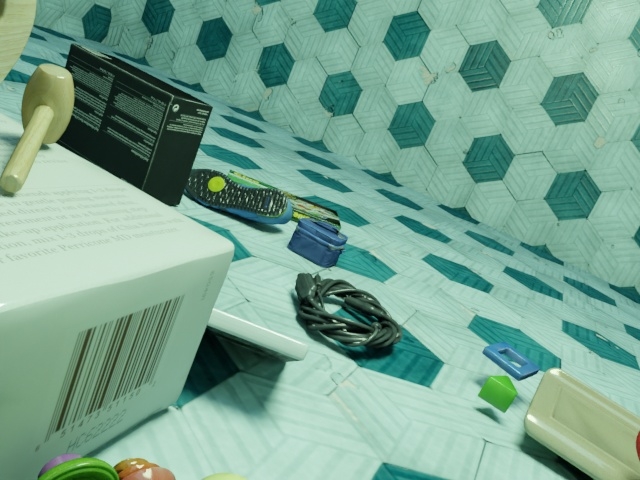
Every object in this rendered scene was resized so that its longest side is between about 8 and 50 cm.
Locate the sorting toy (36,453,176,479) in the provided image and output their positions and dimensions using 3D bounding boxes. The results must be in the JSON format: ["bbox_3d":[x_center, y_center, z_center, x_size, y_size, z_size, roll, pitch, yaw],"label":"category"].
[{"bbox_3d":[-0.136,0.149,0.356,0.042,0.061,0.102,37,-2,44],"label":"sorting toy"}]

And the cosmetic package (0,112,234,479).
[{"bbox_3d":[-0.324,-0.015,0.445,0.453,0.161,0.230,28,17,17],"label":"cosmetic package"}]

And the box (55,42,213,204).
[{"bbox_3d":[-0.331,-0.195,1.008,0.261,0.184,0.103,31,15,26],"label":"box"}]

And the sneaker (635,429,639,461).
[{"bbox_3d":[0.452,0.258,0.660,0.279,0.107,0.118,21,1,-13],"label":"sneaker"}]

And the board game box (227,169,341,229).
[{"bbox_3d":[-0.083,-0.082,1.276,0.260,0.030,0.136,21,17,-8],"label":"board game box"}]

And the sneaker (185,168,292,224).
[{"bbox_3d":[-0.153,-0.072,1.104,0.209,0.069,0.082,17,-19,9],"label":"sneaker"}]

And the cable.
[{"bbox_3d":[0.040,0.104,0.810,0.151,0.047,0.184,23,12,-20],"label":"cable"}]

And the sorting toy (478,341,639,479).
[{"bbox_3d":[0.343,0.250,0.731,0.348,0.047,0.196,32,21,22],"label":"sorting toy"}]

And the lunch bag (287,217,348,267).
[{"bbox_3d":[0.000,0.000,1.045,0.098,0.065,0.067,27,16,16],"label":"lunch bag"}]

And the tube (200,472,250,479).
[{"bbox_3d":[-0.076,0.171,0.259,0.070,0.062,0.240,-18,-5,9],"label":"tube"}]

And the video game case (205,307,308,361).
[{"bbox_3d":[-0.096,0.085,0.585,0.157,0.019,0.143,22,-14,-4],"label":"video game case"}]

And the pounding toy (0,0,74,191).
[{"bbox_3d":[-0.235,-0.126,0.354,0.155,0.154,0.269,26,18,13],"label":"pounding toy"}]
